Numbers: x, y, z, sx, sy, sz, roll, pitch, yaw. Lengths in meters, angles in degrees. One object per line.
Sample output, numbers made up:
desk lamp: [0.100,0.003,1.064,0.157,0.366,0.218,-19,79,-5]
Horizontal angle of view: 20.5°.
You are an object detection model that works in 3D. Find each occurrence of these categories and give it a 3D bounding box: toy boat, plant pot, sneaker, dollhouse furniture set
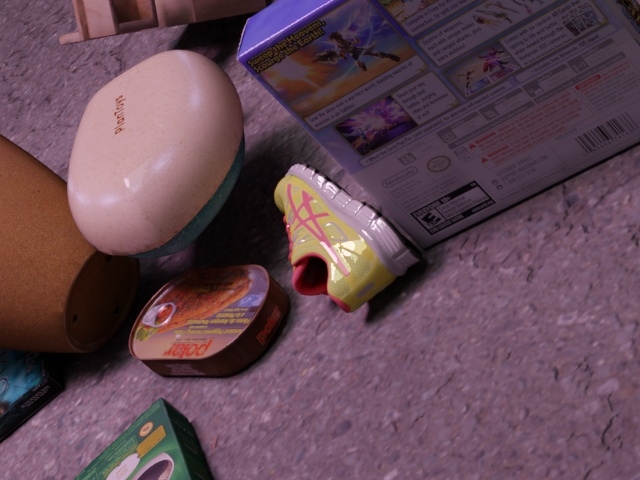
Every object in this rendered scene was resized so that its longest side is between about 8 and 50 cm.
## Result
toy boat: [-0.092,-0.094,1.674,0.318,0.148,0.267,-28,33,18]
plant pot: [-0.315,0.012,1.778,0.254,0.237,0.237,20,65,26]
sneaker: [0.000,0.000,1.533,0.094,0.081,0.208,-50,29,-2]
dollhouse furniture set: [-0.197,-0.423,2.043,0.303,0.355,0.174,-17,10,-37]

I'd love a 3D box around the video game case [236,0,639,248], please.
video game case: [0.114,-0.138,1.385,0.269,0.244,0.061,-27,34,30]

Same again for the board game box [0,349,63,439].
board game box: [-0.325,0.134,1.847,0.126,0.026,0.186,-39,29,11]

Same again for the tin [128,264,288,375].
tin: [-0.103,0.076,1.619,0.190,0.040,0.106,-4,45,51]

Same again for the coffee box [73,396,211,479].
coffee box: [-0.144,0.220,1.479,0.113,0.040,0.184,-44,28,5]
